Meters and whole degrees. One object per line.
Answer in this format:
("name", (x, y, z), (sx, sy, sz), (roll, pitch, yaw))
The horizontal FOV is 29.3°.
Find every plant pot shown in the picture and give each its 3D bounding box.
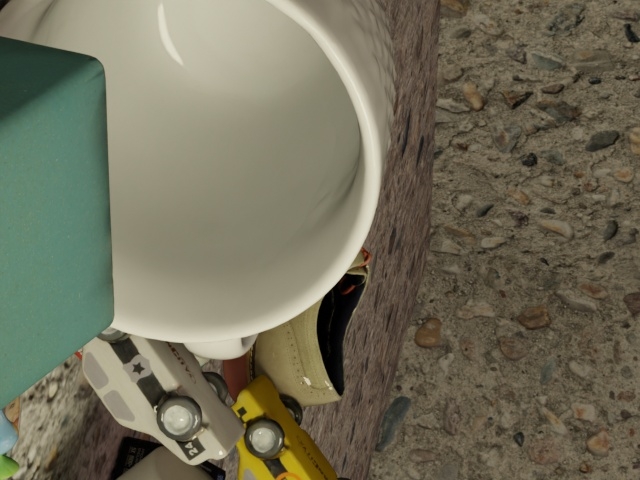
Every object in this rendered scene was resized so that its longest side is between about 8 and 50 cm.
("plant pot", (-0.231, 0.013, 0.587), (0.234, 0.166, 0.165), (-51, 150, -54))

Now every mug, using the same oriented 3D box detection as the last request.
("mug", (-0.077, -0.084, 0.939), (0.328, 0.276, 0.374), (-76, 166, -60))

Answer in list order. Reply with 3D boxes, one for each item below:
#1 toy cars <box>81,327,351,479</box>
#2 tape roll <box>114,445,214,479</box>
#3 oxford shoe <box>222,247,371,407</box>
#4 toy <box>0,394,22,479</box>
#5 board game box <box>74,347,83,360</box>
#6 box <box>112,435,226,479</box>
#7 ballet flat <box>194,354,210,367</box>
("toy cars", (-0.092, 0.164, 1.047), (0.393, 0.087, 0.176), (46, 13, -39))
("tape roll", (-0.129, 0.320, 1.027), (0.169, 0.246, 0.246), (-38, 166, 1))
("oxford shoe", (0.000, 0.000, 1.230), (0.123, 0.130, 0.348), (27, 67, -59))
("toy", (-0.230, 0.064, 0.888), (0.137, 0.056, 0.237), (-49, 148, -71))
("board game box", (-0.154, -0.007, 1.104), (0.145, 0.027, 0.281), (51, 43, -37))
("box", (-0.173, 0.304, 1.330), (0.180, 0.077, 0.147), (67, 36, -70))
("ballet flat", (-0.104, 0.005, 1.303), (0.400, 0.139, 0.139), (-54, 152, -58))
